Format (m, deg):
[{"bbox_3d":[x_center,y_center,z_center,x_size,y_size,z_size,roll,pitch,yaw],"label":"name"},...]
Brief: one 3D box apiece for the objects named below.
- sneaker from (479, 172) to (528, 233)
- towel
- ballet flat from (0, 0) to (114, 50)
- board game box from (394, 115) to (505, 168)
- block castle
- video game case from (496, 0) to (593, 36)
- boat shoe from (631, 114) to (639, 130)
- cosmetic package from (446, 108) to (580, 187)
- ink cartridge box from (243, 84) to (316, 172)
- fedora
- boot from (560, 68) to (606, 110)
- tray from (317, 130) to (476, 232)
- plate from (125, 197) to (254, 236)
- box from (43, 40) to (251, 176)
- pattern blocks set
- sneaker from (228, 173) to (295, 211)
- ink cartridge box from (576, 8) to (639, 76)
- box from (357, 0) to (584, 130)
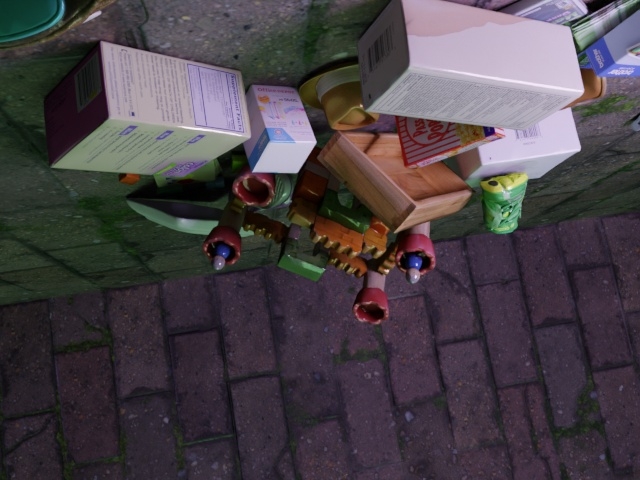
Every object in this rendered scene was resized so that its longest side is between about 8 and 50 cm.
[{"bbox_3d":[0.429,-0.082,1.532,0.109,0.124,0.295,-11,170,12],"label":"sneaker"},{"bbox_3d":[0.481,-0.354,1.054,0.152,0.023,0.113,-27,163,25],"label":"towel"},{"bbox_3d":[-0.240,-0.281,0.680,0.342,0.116,0.124,-18,-173,24],"label":"ballet flat"},{"bbox_3d":[0.233,-0.231,1.232,0.193,0.147,0.045,-18,167,38],"label":"board game box"},{"bbox_3d":[0.000,0.000,1.439,0.452,0.213,0.303,23,136,-12],"label":"block castle"},{"bbox_3d":[0.330,-0.340,1.073,0.190,0.022,0.173,-17,168,36],"label":"video game case"},{"bbox_3d":[0.836,-0.313,1.697,0.035,0.035,0.100,-36,170,-10],"label":"boat shoe"},{"bbox_3d":[0.424,-0.219,1.507,0.223,0.138,0.225,-9,170,-6],"label":"cosmetic package"},{"bbox_3d":[-0.083,-0.201,1.156,0.092,0.143,0.090,-4,151,-30],"label":"ink cartridge box"},{"bbox_3d":[0.055,-0.246,1.174,0.194,0.079,0.194,-9,169,-2],"label":"fedora"},{"bbox_3d":[0.470,-0.299,1.307,0.152,0.073,0.197,-7,168,7],"label":"boot"},{"bbox_3d":[0.170,-0.128,1.350,0.076,0.203,0.410,-51,164,24],"label":"tray"},{"bbox_3d":[-0.307,-0.053,1.656,0.277,0.045,0.277,5,-170,-43],"label":"plate"},{"bbox_3d":[-0.274,-0.193,1.047,0.242,0.118,0.213,1,165,-43],"label":"box"},{"bbox_3d":[-0.299,-0.161,1.464,0.285,0.026,0.325,-6,170,-17],"label":"pattern blocks set"},{"bbox_3d":[-0.105,-0.130,1.654,0.160,0.102,0.282,-8,-179,-31],"label":"sneaker"},{"bbox_3d":[0.569,-0.341,1.057,0.185,0.065,0.311,-9,166,-32],"label":"ink cartridge box"},{"bbox_3d":[0.227,-0.262,1.013,0.310,0.121,0.148,2,163,-25],"label":"box"}]
